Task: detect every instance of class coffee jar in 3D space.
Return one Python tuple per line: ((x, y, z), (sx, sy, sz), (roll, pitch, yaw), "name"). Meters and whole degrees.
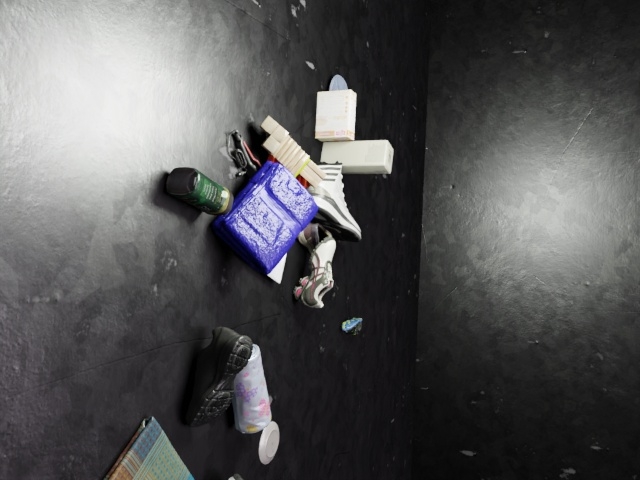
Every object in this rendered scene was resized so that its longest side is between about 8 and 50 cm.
((-0.308, -0.123, 1.442), (0.184, 0.096, 0.079), (32, 65, -62), "coffee jar")

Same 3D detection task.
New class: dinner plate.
((-0.172, 0.700, 1.916), (0.141, 0.017, 0.141), (4, 90, -66), "dinner plate")

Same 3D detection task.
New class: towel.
((-0.151, -0.075, 1.647), (0.228, 0.076, 0.308), (43, 56, -12), "towel")
((-0.413, 0.648, 1.347), (0.271, 0.040, 0.370), (-61, 142, -47), "towel")

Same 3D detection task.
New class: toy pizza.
((0.071, -0.591, 2.331), (0.201, 0.032, 0.201), (2, 90, -65), "toy pizza")

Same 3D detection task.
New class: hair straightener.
((-0.222, -0.233, 1.683), (0.230, 0.047, 0.089), (68, 33, -42), "hair straightener")

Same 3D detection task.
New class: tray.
((-0.186, 0.032, 1.810), (0.270, 0.030, 0.145), (46, 51, -58), "tray")

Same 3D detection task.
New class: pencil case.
((-0.222, 0.442, 1.664), (0.124, 0.114, 0.273), (-37, 125, -49), "pencil case")

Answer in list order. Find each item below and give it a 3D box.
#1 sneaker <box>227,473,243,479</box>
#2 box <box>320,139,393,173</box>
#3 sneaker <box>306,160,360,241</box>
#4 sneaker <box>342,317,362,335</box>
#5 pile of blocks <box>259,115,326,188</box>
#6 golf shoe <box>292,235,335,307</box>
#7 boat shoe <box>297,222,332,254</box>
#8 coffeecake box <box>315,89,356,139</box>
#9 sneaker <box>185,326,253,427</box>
((-0.261, 0.856, 1.632), (0.147, 0.145, 0.384), (-24, 120, -30), "sneaker")
((0.144, -0.330, 2.216), (0.094, 0.275, 0.113), (34, 62, -63), "box")
((0.074, -0.163, 2.186), (0.447, 0.169, 0.257), (42, 58, -60), "sneaker")
((0.152, 0.402, 2.553), (0.188, 0.067, 0.078), (3, 83, -69), "sneaker")
((-0.124, -0.277, 1.855), (0.112, 0.149, 0.362), (-51, 142, -3), "pile of blocks")
((0.009, 0.121, 2.061), (0.105, 0.120, 0.272), (30, 84, -60), "golf shoe")
((0.000, 0.000, 2.146), (0.285, 0.093, 0.102), (43, 53, -59), "boat shoe")
((0.060, -0.488, 2.177), (0.068, 0.143, 0.185), (6, 87, -66), "coffeecake box")
((-0.293, 0.368, 1.510), (0.109, 0.130, 0.286), (32, 85, -56), "sneaker")
